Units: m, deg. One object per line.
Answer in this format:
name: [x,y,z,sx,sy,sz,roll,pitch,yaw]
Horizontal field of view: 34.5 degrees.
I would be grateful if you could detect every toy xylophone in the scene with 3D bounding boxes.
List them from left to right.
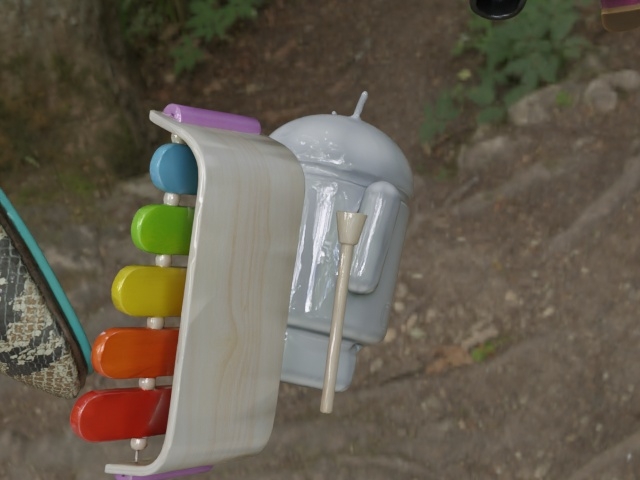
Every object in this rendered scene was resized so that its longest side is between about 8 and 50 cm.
toy xylophone: [-0.074,0.056,0.869,0.081,0.236,0.322,12,87,41]

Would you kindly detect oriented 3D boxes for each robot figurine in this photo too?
robot figurine: [0.000,0.000,1.249,0.200,0.300,0.353,16,82,-28]

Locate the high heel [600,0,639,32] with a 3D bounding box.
high heel: [0.246,-0.268,0.830,0.082,0.244,0.117,-5,76,18]

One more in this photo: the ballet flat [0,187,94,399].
ballet flat: [-0.349,-0.072,0.817,0.182,0.164,0.482,-22,93,-30]

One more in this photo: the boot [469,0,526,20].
boot: [0.158,-0.294,0.740,0.083,0.246,0.161,8,44,3]
